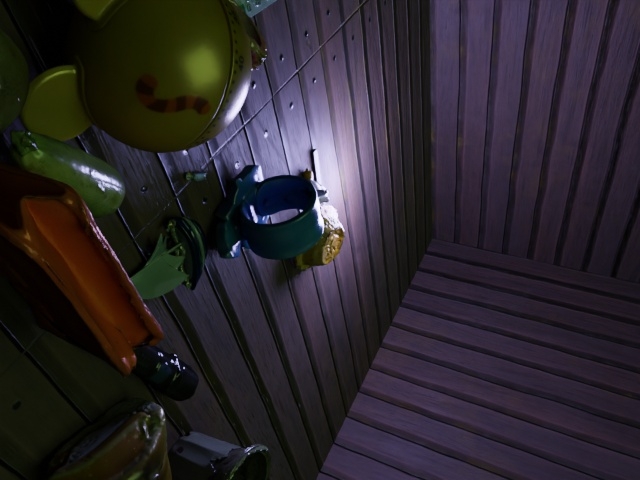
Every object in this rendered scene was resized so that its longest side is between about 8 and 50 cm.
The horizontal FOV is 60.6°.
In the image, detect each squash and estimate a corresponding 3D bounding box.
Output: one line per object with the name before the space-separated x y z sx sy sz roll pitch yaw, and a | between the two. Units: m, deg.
squash | -0.449 -0.111 0.974 0.370 0.118 0.118 96 10 -85

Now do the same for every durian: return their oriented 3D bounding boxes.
durian | -0.241 -0.506 1.286 0.260 0.154 0.186 41 53 -47

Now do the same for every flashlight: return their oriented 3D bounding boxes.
flashlight | -0.439 0.297 1.357 0.103 0.103 0.424 -65 151 -23

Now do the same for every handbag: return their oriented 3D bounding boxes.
handbag | -0.454 0.051 0.935 0.116 0.304 0.410 -51 149 -32

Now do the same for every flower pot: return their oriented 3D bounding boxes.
flower pot | -0.316 0.701 1.618 0.290 0.259 0.290 -41 139 -50

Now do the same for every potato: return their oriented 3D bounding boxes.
potato | -0.544 -0.208 0.788 0.251 0.174 0.159 -61 -174 -16

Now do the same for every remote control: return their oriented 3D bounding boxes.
remote control | -0.192 -0.646 1.436 0.293 0.051 0.103 -52 146 -35

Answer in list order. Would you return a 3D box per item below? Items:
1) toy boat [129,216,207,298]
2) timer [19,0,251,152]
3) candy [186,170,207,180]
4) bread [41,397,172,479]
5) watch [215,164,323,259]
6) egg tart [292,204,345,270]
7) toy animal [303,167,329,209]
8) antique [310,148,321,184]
toy boat | -0.384 0.047 1.365 0.292 0.070 0.210 -14 113 -60
timer | -0.322 -0.335 0.989 0.387 0.376 0.376 -8 110 -56
candy | -0.324 -0.171 1.433 0.083 0.020 0.030 -21 124 -63
bread | -0.474 0.596 1.294 0.300 0.210 0.341 -28 128 -56
watch | -0.146 -0.055 1.569 0.241 0.275 0.305 77 31 -46
egg tart | 0.000 0.000 2.087 0.288 0.118 0.288 -45 150 -35
toy animal | -0.016 -0.181 1.972 0.182 0.127 0.131 -1 110 -77
antique | -0.014 -0.256 2.057 0.031 0.015 0.192 -53 147 -42
